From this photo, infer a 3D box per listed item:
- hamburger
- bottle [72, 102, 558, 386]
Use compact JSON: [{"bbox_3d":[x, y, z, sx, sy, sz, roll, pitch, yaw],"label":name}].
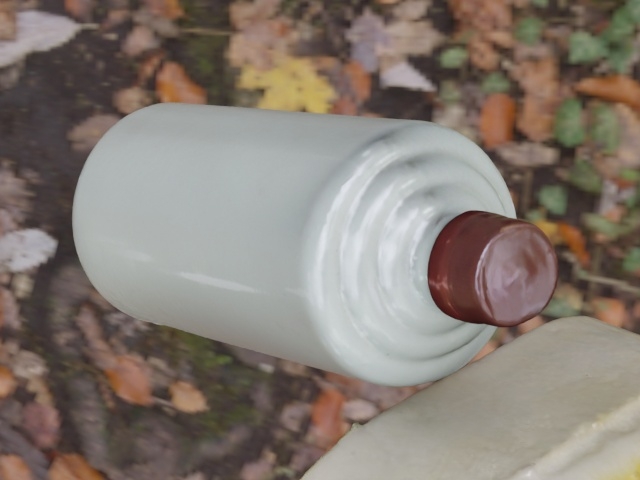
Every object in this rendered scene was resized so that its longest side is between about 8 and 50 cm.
[{"bbox_3d":[0.084,0.156,0.824,0.295,0.151,0.227,-28,149,-41],"label":"hamburger"},{"bbox_3d":[0.000,0.000,0.787,0.104,0.245,0.104,-5,99,-36],"label":"bottle"}]
